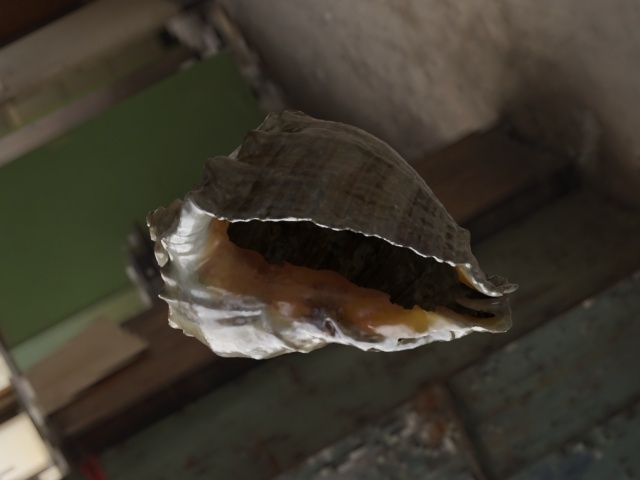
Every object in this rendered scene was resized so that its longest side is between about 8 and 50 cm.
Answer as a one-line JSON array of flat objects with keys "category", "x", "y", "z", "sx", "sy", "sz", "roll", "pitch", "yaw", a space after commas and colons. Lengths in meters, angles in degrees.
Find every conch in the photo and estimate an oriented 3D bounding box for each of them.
[{"category": "conch", "x": 0.000, "y": -0.017, "z": 1.611, "sx": 0.297, "sy": 0.352, "sz": 0.210, "roll": 53, "pitch": -145, "yaw": -66}]
